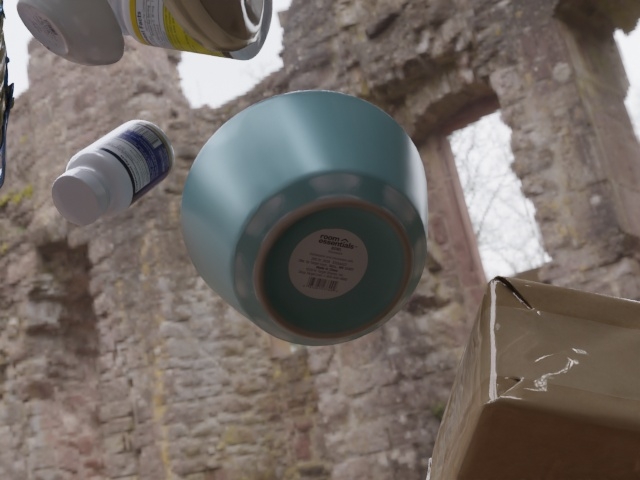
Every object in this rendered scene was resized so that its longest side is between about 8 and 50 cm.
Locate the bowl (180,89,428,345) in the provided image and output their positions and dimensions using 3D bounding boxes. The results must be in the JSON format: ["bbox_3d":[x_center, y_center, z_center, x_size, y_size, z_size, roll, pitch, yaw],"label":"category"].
[{"bbox_3d":[0.000,0.000,1.044,0.312,0.163,0.311,-6,-61,-11],"label":"bowl"}]

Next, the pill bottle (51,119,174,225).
[{"bbox_3d":[-0.270,-0.086,1.170,0.094,0.094,0.169,-24,15,33],"label":"pill bottle"}]

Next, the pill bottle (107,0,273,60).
[{"bbox_3d":[-0.177,-0.302,1.146,0.209,0.119,0.119,13,-12,18],"label":"pill bottle"}]

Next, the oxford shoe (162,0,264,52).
[{"bbox_3d":[-0.074,-0.336,0.565,0.130,0.169,0.449,-1,-61,11],"label":"oxford shoe"}]

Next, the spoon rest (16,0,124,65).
[{"bbox_3d":[-0.284,-0.285,0.891,0.137,0.084,0.276,18,-29,39],"label":"spoon rest"}]

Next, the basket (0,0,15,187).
[{"bbox_3d":[-0.404,-0.141,0.801,0.255,0.201,0.289,7,-28,-22],"label":"basket"}]

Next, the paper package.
[{"bbox_3d":[0.286,0.225,0.952,0.310,0.168,0.324,10,-47,4],"label":"paper package"}]
